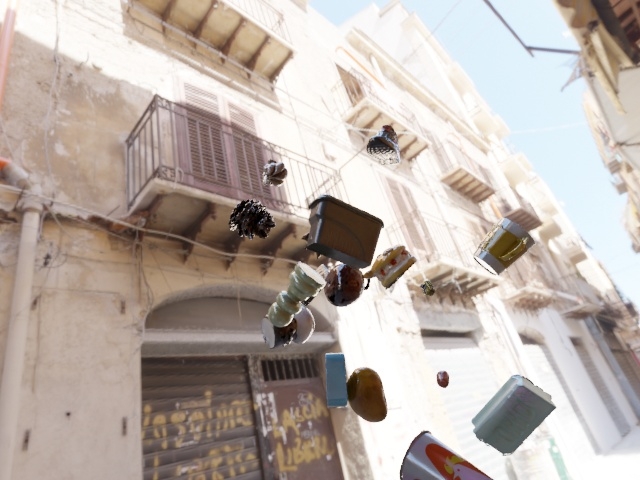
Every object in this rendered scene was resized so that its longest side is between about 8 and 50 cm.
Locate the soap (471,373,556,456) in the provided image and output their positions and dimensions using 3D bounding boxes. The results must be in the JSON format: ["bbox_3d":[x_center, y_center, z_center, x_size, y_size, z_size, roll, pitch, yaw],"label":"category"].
[{"bbox_3d":[0.652,0.598,1.380,0.261,0.150,0.094,-58,-10,16],"label":"soap"}]

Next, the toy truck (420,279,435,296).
[{"bbox_3d":[0.567,0.253,2.118,0.049,0.083,0.054,23,-64,-20],"label":"toy truck"}]

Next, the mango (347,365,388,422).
[{"bbox_3d":[0.209,0.709,1.846,0.176,0.254,0.139,-13,-11,1],"label":"mango"}]

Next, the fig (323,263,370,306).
[{"bbox_3d":[0.126,0.232,2.041,0.235,0.234,0.214,-30,-52,27],"label":"fig"}]

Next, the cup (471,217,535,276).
[{"bbox_3d":[0.804,0.034,1.764,0.226,0.185,0.241,-47,1,4],"label":"cup"}]

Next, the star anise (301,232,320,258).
[{"bbox_3d":[-0.006,0.002,2.243,0.196,0.212,0.111,-8,-16,-5],"label":"star anise"}]

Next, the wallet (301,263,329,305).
[{"bbox_3d":[-0.038,0.261,2.370,0.245,0.168,0.052,-47,-60,6],"label":"wallet"}]

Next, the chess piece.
[{"bbox_3d":[-0.103,0.209,1.467,0.243,0.133,0.133,-52,-37,8],"label":"chess piece"}]

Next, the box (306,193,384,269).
[{"bbox_3d":[0.076,-0.026,1.401,0.274,0.178,0.138,22,-23,-15],"label":"box"}]

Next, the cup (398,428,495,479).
[{"bbox_3d":[0.417,0.748,1.245,0.289,0.202,0.203,15,-1,45],"label":"cup"}]

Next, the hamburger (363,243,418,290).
[{"bbox_3d":[0.407,0.151,2.381,0.302,0.186,0.261,-49,-9,19],"label":"hamburger"}]

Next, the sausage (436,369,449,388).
[{"bbox_3d":[0.575,0.650,1.899,0.054,0.094,0.059,30,-61,2],"label":"sausage"}]

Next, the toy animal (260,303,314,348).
[{"bbox_3d":[-0.168,0.449,2.105,0.267,0.212,0.212,-4,-28,-36],"label":"toy animal"}]

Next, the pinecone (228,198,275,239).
[{"bbox_3d":[-0.317,-0.090,1.868,0.184,0.205,0.179,-50,-6,26],"label":"pinecone"}]

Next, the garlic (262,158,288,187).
[{"bbox_3d":[-0.234,-0.325,2.002,0.127,0.194,0.131,20,-60,3],"label":"garlic"}]

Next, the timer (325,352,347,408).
[{"bbox_3d":[0.048,0.649,1.858,0.092,0.231,0.250,2,-26,-11],"label":"timer"}]

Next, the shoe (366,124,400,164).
[{"bbox_3d":[0.306,-0.468,1.891,0.133,0.170,0.336,1,-4,21],"label":"shoe"}]
